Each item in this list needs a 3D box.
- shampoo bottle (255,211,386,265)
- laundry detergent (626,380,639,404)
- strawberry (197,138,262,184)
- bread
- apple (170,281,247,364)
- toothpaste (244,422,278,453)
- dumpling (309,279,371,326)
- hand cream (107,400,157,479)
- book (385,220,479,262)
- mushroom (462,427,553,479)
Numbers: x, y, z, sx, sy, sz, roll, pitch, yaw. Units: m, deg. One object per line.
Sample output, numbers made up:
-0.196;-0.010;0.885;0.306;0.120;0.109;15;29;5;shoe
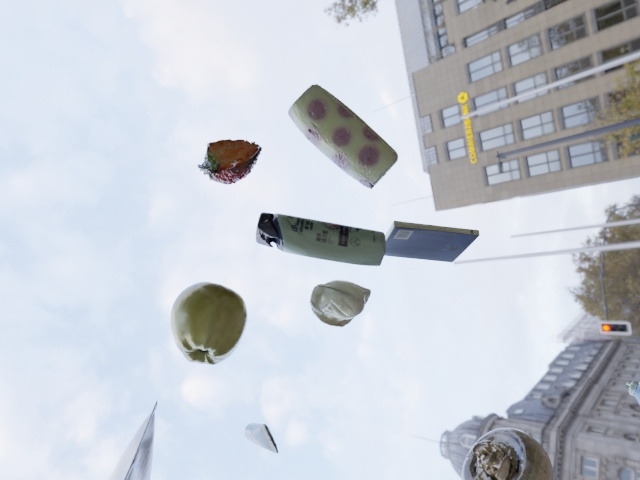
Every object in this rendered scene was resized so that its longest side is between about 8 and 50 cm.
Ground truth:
0.000;0.000;1.169;0.360;0.078;0.134;10;-138;-5;shampoo bottle
0.783;0.362;0.906;0.061;0.206;0.096;-22;-70;-30;laundry detergent
-0.245;-0.211;1.131;0.141;0.085;0.192;16;-139;-6;strawberry
0.070;-0.306;1.252;0.338;0.155;0.187;44;-163;3;bread
-0.267;0.196;1.012;0.200;0.200;0.199;9;-103;-44;apple
-0.107;0.340;0.731;0.032;0.204;0.049;-24;-101;-25;toothpaste
0.066;0.232;1.512;0.252;0.131;0.179;11;-65;-35;dumpling
-0.238;0.328;0.479;0.083;0.133;0.247;17;-77;-13;hand cream
0.329;0.008;1.310;0.270;0.191;0.025;5;-119;-8;book
0.457;0.575;1.046;0.178;0.226;0.226;39;-125;-5;mushroom
